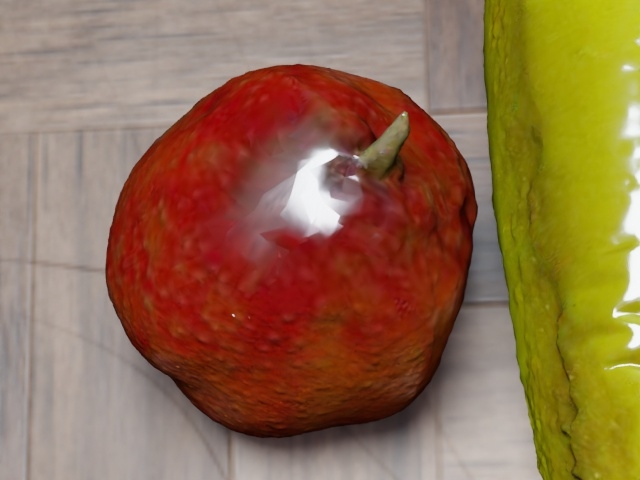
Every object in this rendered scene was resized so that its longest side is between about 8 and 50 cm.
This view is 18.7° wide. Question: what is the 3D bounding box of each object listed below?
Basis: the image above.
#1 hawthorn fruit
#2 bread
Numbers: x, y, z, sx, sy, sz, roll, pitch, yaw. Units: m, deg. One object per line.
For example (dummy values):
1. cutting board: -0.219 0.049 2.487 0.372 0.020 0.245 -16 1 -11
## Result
1. hawthorn fruit: 0.000 0.000 0.961 0.189 0.251 0.189 6 73 -21
2. bread: 0.144 -0.011 0.971 0.112 0.166 0.384 1 74 -15
